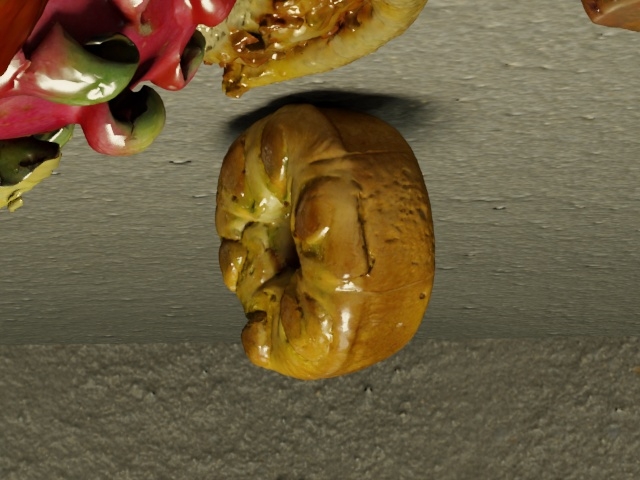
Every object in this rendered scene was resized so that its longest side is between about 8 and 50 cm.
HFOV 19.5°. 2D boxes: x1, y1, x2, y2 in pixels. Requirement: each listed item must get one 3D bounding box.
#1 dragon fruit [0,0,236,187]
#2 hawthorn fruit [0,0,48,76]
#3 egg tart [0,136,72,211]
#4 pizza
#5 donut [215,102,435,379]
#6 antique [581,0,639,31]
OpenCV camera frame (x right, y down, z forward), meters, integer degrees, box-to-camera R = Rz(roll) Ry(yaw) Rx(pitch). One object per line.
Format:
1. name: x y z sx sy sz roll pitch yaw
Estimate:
1. dragon fruit: -0.167 -0.142 0.806 0.272 0.198 0.218 31 168 -24
2. hawthorn fruit: -0.188 -0.141 0.561 0.299 0.275 0.275 -14 171 -5
3. egg tart: -0.264 -0.080 1.101 0.345 0.132 0.345 -13 166 -3
4. pizza: -0.014 -0.138 1.152 0.134 0.056 0.271 -4 173 -38
5. donut: 0.001 0.001 1.491 0.113 0.227 0.226 -4 173 -28
6. antique: 0.232 -0.175 0.877 0.093 0.087 0.310 6 169 -24
